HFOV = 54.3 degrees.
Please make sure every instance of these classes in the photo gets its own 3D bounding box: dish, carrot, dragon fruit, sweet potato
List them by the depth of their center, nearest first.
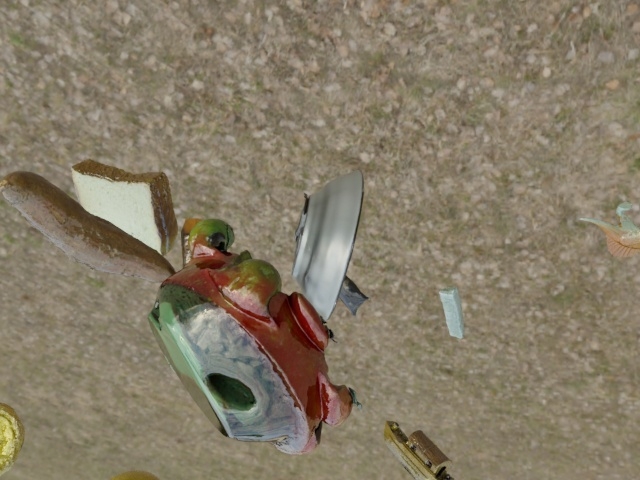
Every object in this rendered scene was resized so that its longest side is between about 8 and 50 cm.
[{"bbox_3d":[-0.093,0.122,0.714,0.295,0.130,0.268,59,153,4],"label":"dragon fruit"},{"bbox_3d":[-0.403,-0.005,1.083,0.114,0.092,0.341,-9,142,46],"label":"sweet potato"},{"bbox_3d":[0.000,0.000,1.266,0.106,0.316,0.316,11,148,-5],"label":"dish"},{"bbox_3d":[-0.309,0.102,1.511,0.066,0.314,0.066,-1,167,0],"label":"carrot"}]

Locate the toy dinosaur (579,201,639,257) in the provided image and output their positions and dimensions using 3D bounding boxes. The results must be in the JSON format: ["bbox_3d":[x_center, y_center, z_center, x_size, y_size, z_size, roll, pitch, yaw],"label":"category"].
[{"bbox_3d":[0.632,-0.009,1.284,0.212,0.057,0.142,5,136,13],"label":"toy dinosaur"}]

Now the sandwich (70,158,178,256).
[{"bbox_3d":[-0.567,-0.089,1.838,0.301,0.099,0.271,11,127,21],"label":"sandwich"}]

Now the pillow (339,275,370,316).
[{"bbox_3d":[0.063,0.131,1.704,0.150,0.048,0.090,45,153,13],"label":"pillow"}]

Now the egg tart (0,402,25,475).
[{"bbox_3d":[-0.790,0.470,1.453,0.191,0.191,0.074,25,155,-16],"label":"egg tart"}]

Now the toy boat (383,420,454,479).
[{"bbox_3d":[0.232,0.499,1.465,0.068,0.088,0.226,20,-166,-42],"label":"toy boat"}]

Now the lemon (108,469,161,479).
[{"bbox_3d":[-0.448,0.643,1.471,0.187,0.244,0.186,6,103,26],"label":"lemon"}]

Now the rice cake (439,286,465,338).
[{"bbox_3d":[0.268,0.145,1.260,0.033,0.029,0.170,14,149,29],"label":"rice cake"}]
